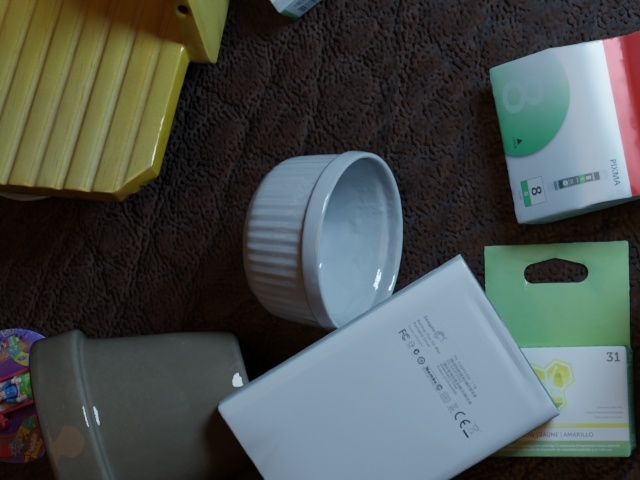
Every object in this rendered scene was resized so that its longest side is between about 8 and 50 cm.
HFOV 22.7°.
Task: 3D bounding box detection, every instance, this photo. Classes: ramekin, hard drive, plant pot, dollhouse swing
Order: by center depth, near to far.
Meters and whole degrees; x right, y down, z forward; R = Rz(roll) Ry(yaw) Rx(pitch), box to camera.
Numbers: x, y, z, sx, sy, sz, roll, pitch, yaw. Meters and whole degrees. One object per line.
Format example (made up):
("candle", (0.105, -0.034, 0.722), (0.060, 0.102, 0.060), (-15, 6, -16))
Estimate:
("hard drive", (0.073, 0.180, 1.717), (0.307, 0.040, 0.203), (-32, 99, 8))
("ramekin", (0.000, 0.000, 1.779), (0.109, 0.207, 0.207), (6, 89, 28))
("plant pot", (-0.183, 0.209, 1.823), (0.229, 0.263, 0.263), (-16, 81, -1))
("dollhouse swing", (-0.324, -0.263, 1.844), (0.347, 0.315, 0.305), (6, 53, 19))

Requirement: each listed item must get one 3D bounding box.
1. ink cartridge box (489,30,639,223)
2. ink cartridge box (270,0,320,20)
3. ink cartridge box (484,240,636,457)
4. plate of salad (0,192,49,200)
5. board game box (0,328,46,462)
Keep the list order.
("ink cartridge box", (0.297, -0.127, 1.719), (0.225, 0.056, 0.181), (-16, 81, 43))
("ink cartridge box", (-0.052, -0.377, 1.888), (0.109, 0.062, 0.209), (-36, 76, 14))
("ink cartridge box", (0.258, 0.120, 1.760), (0.171, 0.056, 0.235), (-2, 88, 19))
("plate of salad", (-0.351, -0.144, 1.987), (0.200, 0.048, 0.200), (-4, 76, 15))
("board game box", (-0.387, 0.195, 1.987), (0.133, 0.033, 0.168), (26, 96, 19))
